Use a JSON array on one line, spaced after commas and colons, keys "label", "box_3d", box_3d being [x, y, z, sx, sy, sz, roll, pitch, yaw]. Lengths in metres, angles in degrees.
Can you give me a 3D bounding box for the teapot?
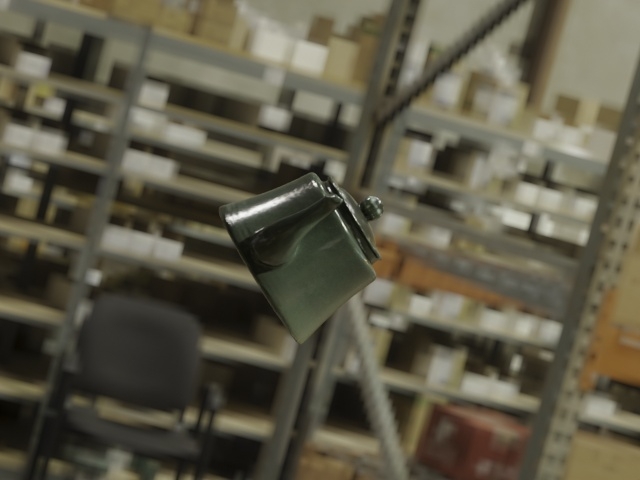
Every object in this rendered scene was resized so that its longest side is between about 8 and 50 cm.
[{"label": "teapot", "box_3d": [0.000, 0.000, 1.985, 0.162, 0.149, 0.239, 58, 2, 15]}]
